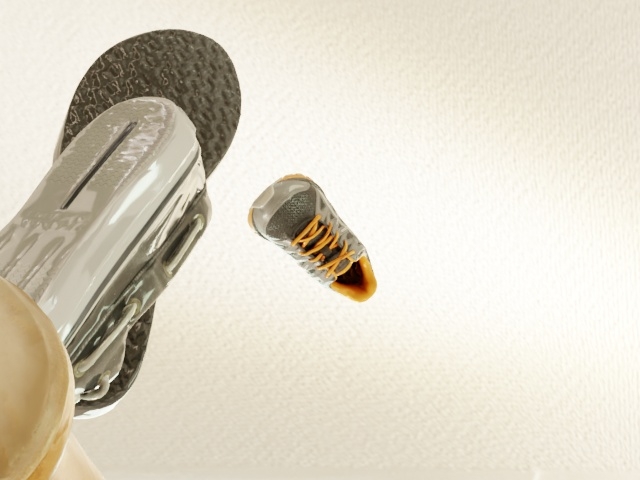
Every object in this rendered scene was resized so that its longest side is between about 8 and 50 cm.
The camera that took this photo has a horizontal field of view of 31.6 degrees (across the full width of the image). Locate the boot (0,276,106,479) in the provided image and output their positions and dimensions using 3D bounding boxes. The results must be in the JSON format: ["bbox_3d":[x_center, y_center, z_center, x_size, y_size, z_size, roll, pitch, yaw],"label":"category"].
[{"bbox_3d":[-0.115,0.116,0.500,0.295,0.211,0.104,-2,-131,54],"label":"boot"}]

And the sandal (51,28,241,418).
[{"bbox_3d":[-0.210,-0.031,1.144,0.168,0.107,0.445,25,-119,-13],"label":"sandal"}]

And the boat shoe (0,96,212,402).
[{"bbox_3d":[-0.167,0.052,0.730,0.121,0.119,0.335,11,-129,39],"label":"boat shoe"}]

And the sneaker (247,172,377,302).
[{"bbox_3d":[0.000,0.000,1.220,0.084,0.215,0.083,-46,-128,5],"label":"sneaker"}]
